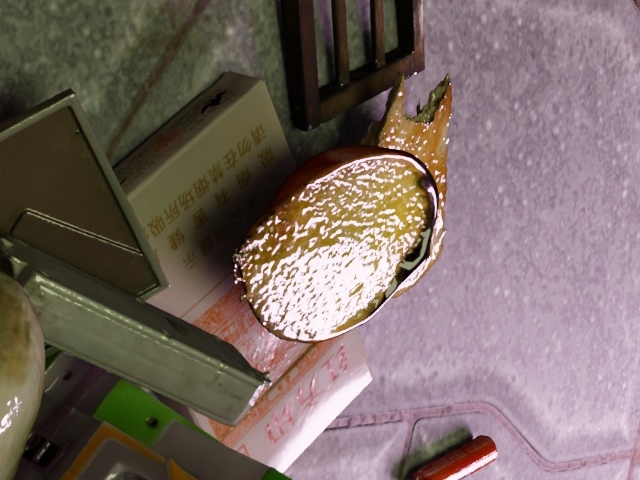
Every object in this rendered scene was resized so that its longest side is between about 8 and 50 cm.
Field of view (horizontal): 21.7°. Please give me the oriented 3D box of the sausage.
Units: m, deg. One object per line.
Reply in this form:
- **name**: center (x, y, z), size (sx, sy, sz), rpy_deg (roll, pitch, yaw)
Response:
- **sausage**: center (0.142, 0.250, 1.828), size (0.129, 0.034, 0.034), rpy_deg (-21, 120, -42)

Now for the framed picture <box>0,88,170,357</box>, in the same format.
- **framed picture**: center (-0.218, -0.003, 1.295), size (0.150, 0.015, 0.203), rpy_deg (-30, 128, -9)

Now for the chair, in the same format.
- **chair**: center (0.094, -0.289, 1.407), size (0.203, 0.240, 0.416), rpy_deg (-33, 126, -39)

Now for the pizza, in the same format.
- **pizza**: center (0.064, -0.048, 1.602), size (0.181, 0.034, 0.262), rpy_deg (-24, 132, -40)

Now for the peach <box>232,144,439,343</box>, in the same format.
- **peach**: center (-0.002, -0.001, 1.465), size (0.279, 0.068, 0.189), rpy_deg (-1, 111, -51)

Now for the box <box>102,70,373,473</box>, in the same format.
- **box**: center (-0.076, 0.055, 1.492), size (0.204, 0.051, 0.365), rpy_deg (-44, 133, -29)

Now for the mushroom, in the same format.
- **mushroom**: center (-0.268, 0.079, 1.118), size (0.164, 0.189, 0.267), rpy_deg (-64, 169, -6)

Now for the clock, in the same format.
- **clock**: center (-0.144, 0.252, 1.291), size (0.235, 0.309, 0.166), rpy_deg (-53, 136, -20)

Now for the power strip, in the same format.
- **power strip**: center (-0.155, 0.074, 1.313), size (0.272, 0.078, 0.052), rpy_deg (29, 98, -38)
